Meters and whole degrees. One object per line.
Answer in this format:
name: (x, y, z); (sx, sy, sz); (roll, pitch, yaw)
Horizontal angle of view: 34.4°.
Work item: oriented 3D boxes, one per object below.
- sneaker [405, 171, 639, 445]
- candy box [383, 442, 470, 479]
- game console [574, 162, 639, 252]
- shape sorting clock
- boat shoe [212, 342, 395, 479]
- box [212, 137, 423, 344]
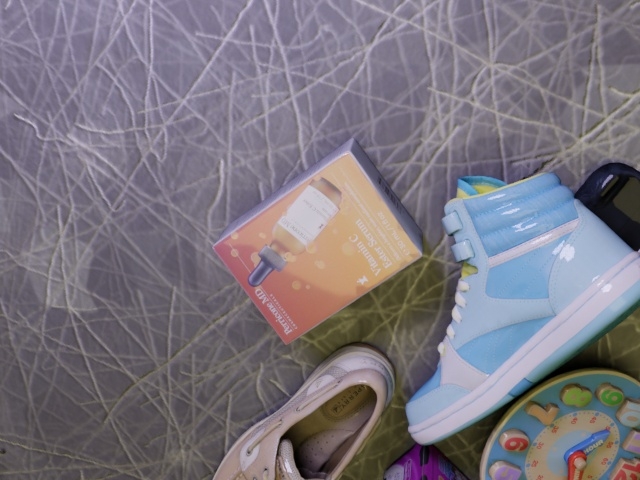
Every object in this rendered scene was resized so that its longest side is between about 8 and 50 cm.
sneaker: (0.164, 0.056, 1.053); (0.319, 0.127, 0.208); (-44, 75, 29)
candy box: (0.165, 0.339, 1.092); (0.233, 0.159, 0.071); (44, 105, -6)
game console: (0.410, 0.049, 1.024); (0.361, 0.044, 0.213); (38, 100, 7)
shape sorting clock: (0.264, 0.224, 1.085); (0.206, 0.040, 0.206); (-10, 120, -18)
boat shoe: (-0.032, 0.242, 1.116); (0.109, 0.098, 0.302); (40, 104, -5)
box: (0.000, 0.000, 1.055); (0.170, 0.091, 0.130); (-35, 99, 12)
